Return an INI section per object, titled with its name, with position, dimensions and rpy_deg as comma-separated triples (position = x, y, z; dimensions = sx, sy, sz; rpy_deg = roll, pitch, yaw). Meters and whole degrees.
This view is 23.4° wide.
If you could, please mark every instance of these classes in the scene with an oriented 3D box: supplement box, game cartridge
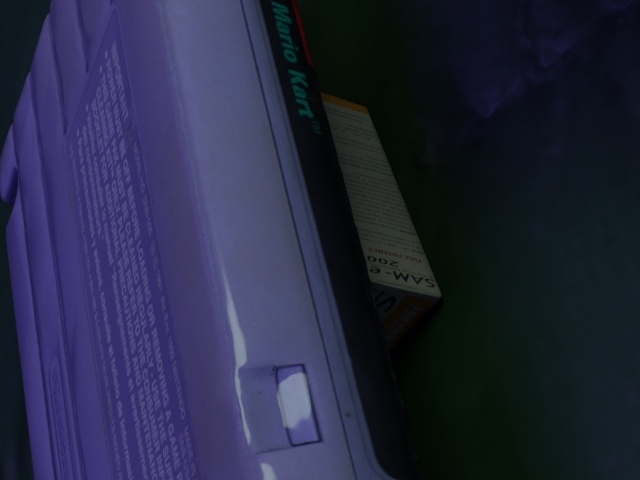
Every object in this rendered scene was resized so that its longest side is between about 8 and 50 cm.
[supplement box]
position = 0.000, 0.000, 0.567
dimensions = 0.062, 0.036, 0.098
rpy_deg = -50, 41, 32
[game cartridge]
position = -0.053, 0.043, 0.554
dimensions = 0.230, 0.068, 0.355
rpy_deg = -54, 40, 45
